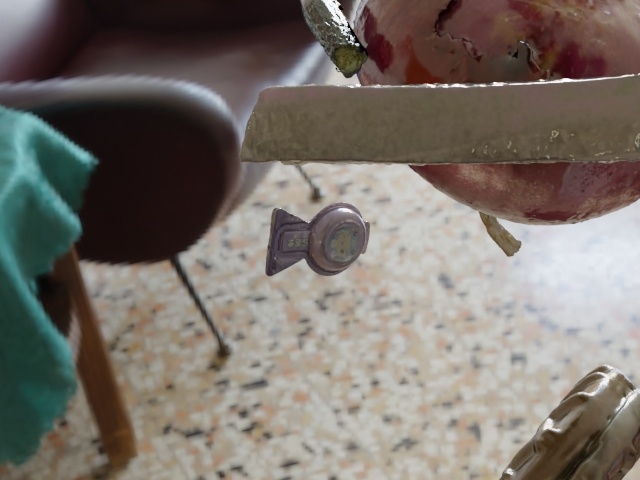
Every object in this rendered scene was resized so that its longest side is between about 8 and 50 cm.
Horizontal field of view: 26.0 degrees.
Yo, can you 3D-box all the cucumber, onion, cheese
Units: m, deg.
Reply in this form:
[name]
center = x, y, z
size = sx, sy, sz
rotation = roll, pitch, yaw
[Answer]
[cucumber]
center = 0.006, -0.216, 1.349
size = 0.039, 0.043, 0.163
rotation = -26, 44, 1
[onion]
center = 0.192, -0.163, 1.395
size = 0.345, 0.358, 0.358
rotation = -46, 21, 28
[cheese]
center = 0.000, 0.000, 1.886
size = 0.191, 0.105, 0.042
rotation = -5, 17, -43

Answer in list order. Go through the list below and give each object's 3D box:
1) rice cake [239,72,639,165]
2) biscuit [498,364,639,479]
[rice cake]
center = 0.121, -0.088, 1.048
size = 0.365, 0.073, 0.056
rotation = -2, 5, 9
[biscuit]
center = 0.291, 0.283, 1.674
size = 0.115, 0.366, 0.268
rotation = 40, 64, 12
